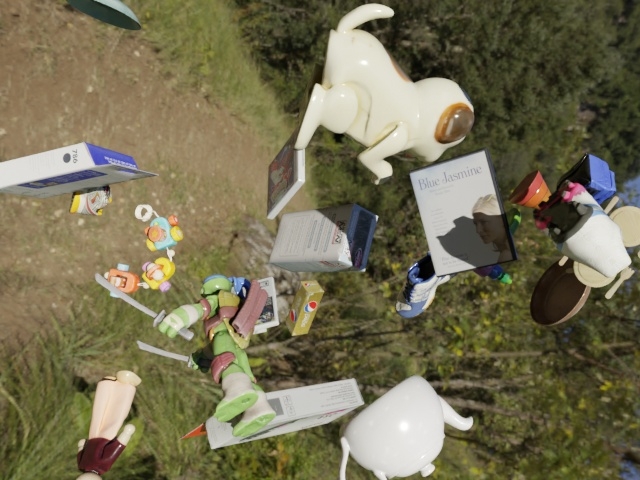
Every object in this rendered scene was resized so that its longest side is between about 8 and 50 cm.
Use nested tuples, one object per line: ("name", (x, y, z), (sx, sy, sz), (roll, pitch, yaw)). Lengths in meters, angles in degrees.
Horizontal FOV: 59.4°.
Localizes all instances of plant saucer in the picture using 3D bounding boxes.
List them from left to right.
("plant saucer", (-0.551, -0.599, 1.437), (0.195, 0.195, 0.037), (3, 105, -82))
("plant saucer", (0.603, 0.130, 1.393), (0.198, 0.036, 0.198), (-57, -169, 17))

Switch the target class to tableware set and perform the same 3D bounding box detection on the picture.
("tableware set", (0.623, 0.014, 1.205), (0.194, 0.128, 0.039), (-53, 168, 7))

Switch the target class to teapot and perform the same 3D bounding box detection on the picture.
("teapot", (0.175, 0.432, 1.228), (0.256, 0.187, 0.252), (-41, 161, 16))

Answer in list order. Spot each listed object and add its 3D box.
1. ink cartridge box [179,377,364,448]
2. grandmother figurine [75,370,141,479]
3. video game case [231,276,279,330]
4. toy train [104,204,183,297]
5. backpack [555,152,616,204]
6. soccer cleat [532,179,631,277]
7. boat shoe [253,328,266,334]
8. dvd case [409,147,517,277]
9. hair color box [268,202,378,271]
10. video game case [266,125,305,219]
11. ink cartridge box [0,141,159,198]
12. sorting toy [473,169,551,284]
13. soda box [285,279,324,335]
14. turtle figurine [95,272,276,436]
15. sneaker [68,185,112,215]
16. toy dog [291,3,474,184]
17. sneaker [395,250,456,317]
("ink cartridge box", (-0.094, 0.344, 1.070), (0.239, 0.275, 0.060), (-43, -123, 39))
("grandmother figurine", (-0.560, 0.515, 1.430), (0.208, 0.104, 0.342), (-33, -141, 36))
("video game case", (-0.223, 0.200, 1.663), (0.022, 0.191, 0.173), (72, 5, -46))
("toy train", (-0.301, 0.024, 0.936), (0.046, 0.125, 0.166), (23, 85, -76))
("backpack", (0.623, -0.122, 1.322), (0.120, 0.101, 0.097), (-50, -163, 53))
("soccer cleat", (0.493, -0.018, 1.064), (0.116, 0.143, 0.331), (-47, 179, 23))
("boat shoe", (-0.242, 0.279, 1.886), (0.219, 0.078, 0.070), (21, 67, -76))
("dvd case", (0.311, -0.058, 1.237), (0.022, 0.181, 0.252), (-8, 84, -63))
("hair color box", (0.000, 0.000, 1.812), (0.375, 0.114, 0.185), (-4, -114, 51))
("video game case", (-0.096, -0.182, 1.520), (0.201, 0.023, 0.183), (-44, -141, 49))
("ink cartridge box", (-0.547, -0.156, 1.248), (0.165, 0.333, 0.065), (10, 74, -73))
("sorting toy", (0.564, -0.026, 1.575), (0.365, 0.126, 0.127), (-56, -178, -19))
("soda box", (-0.052, 0.214, 1.773), (0.058, 0.061, 0.181), (52, -48, 41))
("turtle figurine", (-0.200, 0.189, 0.906), (0.266, 0.275, 0.197), (57, -40, 37))
("sneaker", (-0.575, -0.141, 1.438), (0.225, 0.093, 0.088), (-44, -139, 46))
("toy dog", (0.174, -0.342, 1.394), (0.284, 0.408, 0.395), (-99, -152, -67))
("sneaker", (0.292, 0.122, 1.687), (0.296, 0.131, 0.111), (-57, -133, 33))
